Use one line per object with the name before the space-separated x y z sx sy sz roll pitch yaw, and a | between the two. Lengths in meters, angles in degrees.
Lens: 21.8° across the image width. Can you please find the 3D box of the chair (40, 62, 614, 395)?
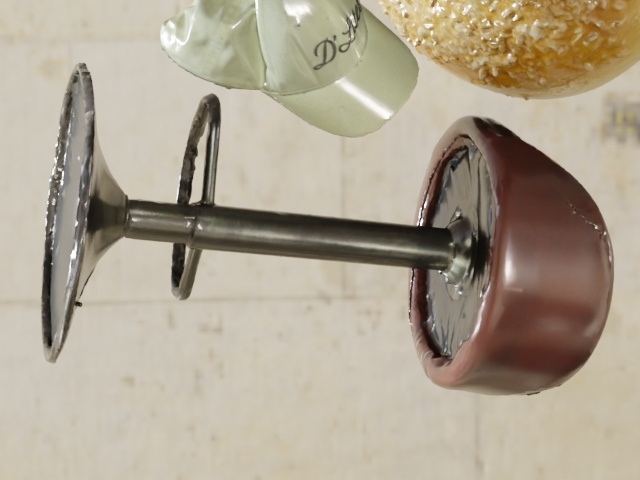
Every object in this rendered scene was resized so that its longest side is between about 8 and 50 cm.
chair | 0.000 0.000 1.258 0.401 0.227 0.226 6 -171 -14

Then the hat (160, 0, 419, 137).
hat | -0.014 -0.136 1.136 0.166 0.122 0.081 38 163 -2

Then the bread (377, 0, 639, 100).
bread | 0.163 -0.202 1.258 0.314 0.192 0.171 -21 173 43
